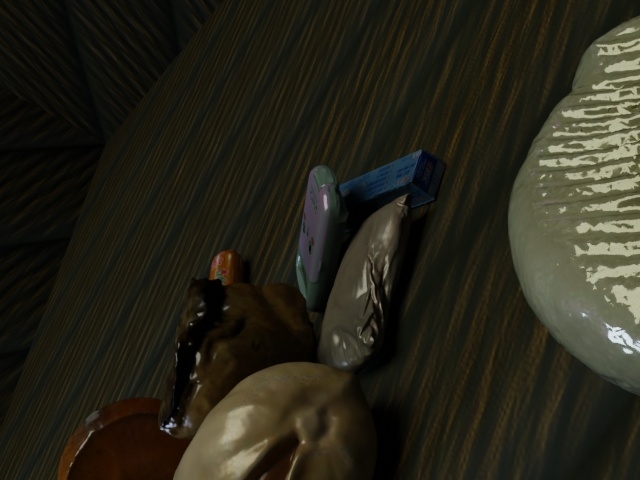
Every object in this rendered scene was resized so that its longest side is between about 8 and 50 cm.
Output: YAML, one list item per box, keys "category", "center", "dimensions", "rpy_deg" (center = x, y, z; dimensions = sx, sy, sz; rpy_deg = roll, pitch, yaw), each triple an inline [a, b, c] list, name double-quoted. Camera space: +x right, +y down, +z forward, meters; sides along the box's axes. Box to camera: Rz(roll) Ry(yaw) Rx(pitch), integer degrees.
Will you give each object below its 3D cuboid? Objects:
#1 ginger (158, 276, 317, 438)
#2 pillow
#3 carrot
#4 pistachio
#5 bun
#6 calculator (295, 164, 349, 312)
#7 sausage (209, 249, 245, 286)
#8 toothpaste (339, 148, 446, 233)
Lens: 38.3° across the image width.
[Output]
- category: "ginger"
  center: [-0.114, 0.185, 1.337]
  dimensions: [0.269, 0.223, 0.200]
  rpy_deg: [-94, 21, -56]
- category: "pillow"
  center: [0.062, 0.074, 1.327]
  dimensions: [0.173, 0.067, 0.270]
  rpy_deg: [-35, 34, 55]
- category: "carrot"
  center: [-0.255, 0.372, 1.360]
  dimensions: [0.258, 0.307, 0.100]
  rpy_deg: [-36, 30, -19]
- category: "pistachio"
  center: [-0.054, 0.287, 1.168]
  dimensions: [0.309, 0.230, 0.230]
  rpy_deg: [-56, 23, 26]
- category: "bun"
  center: [0.326, -0.021, 0.714]
  dimensions: [0.365, 0.219, 0.365]
  rpy_deg: [-28, 38, 25]
- category: "calculator"
  center: [0.000, 0.000, 1.457]
  dimensions: [0.141, 0.045, 0.246]
  rpy_deg: [-106, 21, -54]
- category: "sausage"
  center: [-0.183, 0.096, 1.792]
  dimensions: [0.071, 0.071, 0.234]
  rpy_deg: [-47, 28, 30]
- category: "toothpaste"
  center: [0.089, -0.071, 1.452]
  dimensions: [0.272, 0.053, 0.066]
  rpy_deg: [-21, 42, 57]
